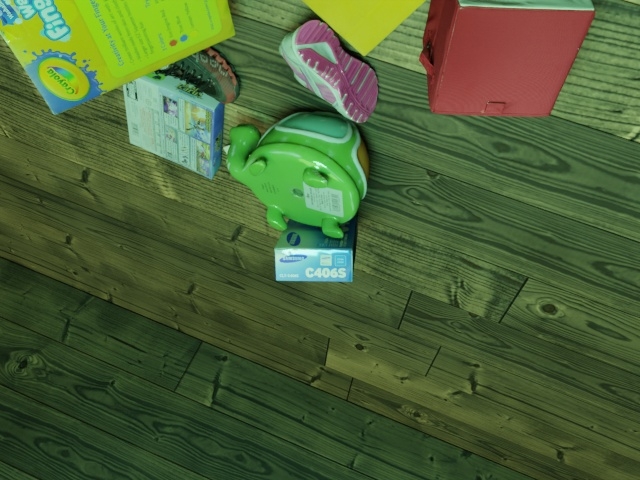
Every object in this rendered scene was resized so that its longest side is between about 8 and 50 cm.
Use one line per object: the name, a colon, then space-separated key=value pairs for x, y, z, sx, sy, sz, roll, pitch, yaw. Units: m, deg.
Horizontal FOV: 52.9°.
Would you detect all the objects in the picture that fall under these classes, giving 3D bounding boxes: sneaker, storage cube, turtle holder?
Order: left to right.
sneaker: x=-0.287 y=-0.377 z=1.357 sx=0.097 sy=0.135 sz=0.276 roll=-14 pitch=131 yaw=43
turtle holder: x=-0.041 y=-0.159 z=1.405 sx=0.320 sy=0.228 sz=0.243 roll=-4 pitch=138 yaw=40
sneaker: x=0.017 y=-0.329 z=1.253 sx=0.252 sy=0.103 sz=0.111 roll=43 pitch=169 yaw=-38
storage cube: x=0.264 y=-0.318 z=0.957 sx=0.214 sy=0.184 sz=0.193 roll=2 pitch=145 yaw=-1

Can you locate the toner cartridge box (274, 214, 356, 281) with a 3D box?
toner cartridge box: x=0.000 y=0.000 z=1.482 sx=0.165 sy=0.348 sz=0.075 roll=-1 pitch=107 yaw=5

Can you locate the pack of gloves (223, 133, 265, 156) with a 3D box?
pack of gloves: x=-0.104 y=-0.189 z=1.598 sx=0.232 sy=0.046 sz=0.195 roll=-11 pitch=121 yaw=40

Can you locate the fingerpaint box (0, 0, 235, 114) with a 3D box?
fingerpaint box: x=-0.365 y=-0.463 z=1.012 sx=0.163 sy=0.371 sz=0.445 roll=57 pitch=169 yaw=25

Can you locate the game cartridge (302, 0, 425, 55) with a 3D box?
game cartridge: x=0.042 y=-0.492 z=1.048 sx=0.323 sy=0.053 sz=0.285 roll=40 pitch=146 yaw=-15

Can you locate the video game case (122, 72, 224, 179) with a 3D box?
video game case: x=-0.361 y=-0.296 z=1.590 sx=0.244 sy=0.061 sz=0.270 roll=25 pitch=148 yaw=4
